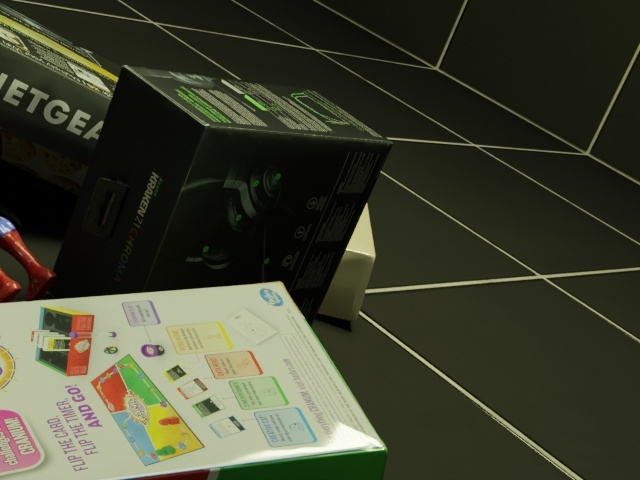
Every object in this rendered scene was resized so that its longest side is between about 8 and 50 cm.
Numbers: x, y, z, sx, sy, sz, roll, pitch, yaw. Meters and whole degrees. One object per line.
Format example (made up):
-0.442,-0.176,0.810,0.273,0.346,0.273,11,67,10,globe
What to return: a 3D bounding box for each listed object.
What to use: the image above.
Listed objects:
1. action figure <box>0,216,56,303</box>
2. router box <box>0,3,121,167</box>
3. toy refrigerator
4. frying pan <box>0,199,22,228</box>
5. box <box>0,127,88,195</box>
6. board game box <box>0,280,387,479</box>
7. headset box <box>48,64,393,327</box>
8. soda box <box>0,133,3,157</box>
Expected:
-0.387,-0.026,1.099,0.280,0.139,0.091,51,23,9,action figure
-0.311,-0.177,1.269,0.309,0.081,0.243,26,12,-37,router box
0.000,0.000,1.437,0.102,0.094,0.269,13,20,-6,toy refrigerator
-0.435,-0.136,1.159,0.326,0.197,0.053,19,49,-7,frying pan
-0.243,-0.075,1.399,0.324,0.067,0.063,26,18,6,box
-0.143,0.123,0.857,0.316,0.064,0.242,-3,28,-20,board game box
-0.103,-0.024,1.151,0.283,0.246,0.131,-2,32,-49,headset box
-0.437,-0.106,1.283,0.169,0.053,0.060,15,20,-23,soda box
